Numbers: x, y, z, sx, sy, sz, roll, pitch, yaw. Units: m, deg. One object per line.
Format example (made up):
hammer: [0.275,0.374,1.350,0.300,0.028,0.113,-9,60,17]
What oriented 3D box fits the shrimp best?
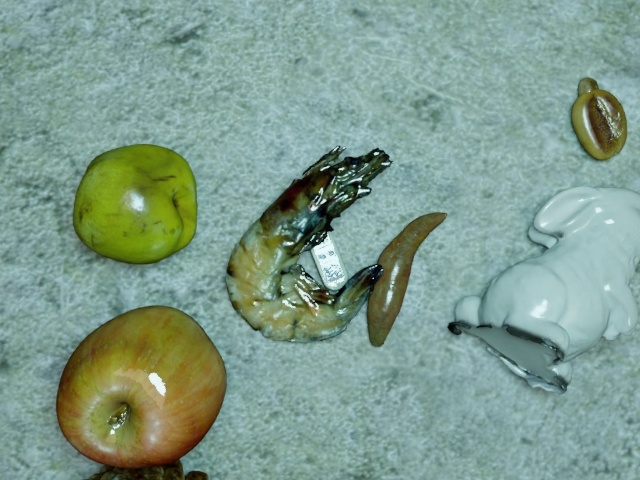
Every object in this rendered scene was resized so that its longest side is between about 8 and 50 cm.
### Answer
shrimp: [0.007,0.018,1.233,0.365,0.071,0.233,-44,93,13]

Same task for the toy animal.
toy animal: [0.400,0.050,1.236,0.258,0.194,0.357,29,71,22]

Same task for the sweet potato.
sweet potato: [0.128,0.053,1.274,0.078,0.058,0.255,26,85,-17]

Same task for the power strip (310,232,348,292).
power strip: [0.000,0.000,1.282,0.047,0.030,0.191,-22,90,-2]

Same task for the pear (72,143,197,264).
pear: [-0.292,-0.055,1.201,0.200,0.200,0.200,0,89,-2]

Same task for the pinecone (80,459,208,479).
pinecone: [-0.287,0.460,1.164,0.264,0.264,0.264,0,89,-2]

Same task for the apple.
apple: [-0.268,0.221,1.174,0.242,0.241,0.242,2,102,7]

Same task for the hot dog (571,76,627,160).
hot dog: [0.466,-0.205,1.292,0.090,0.060,0.140,-26,96,-6]
